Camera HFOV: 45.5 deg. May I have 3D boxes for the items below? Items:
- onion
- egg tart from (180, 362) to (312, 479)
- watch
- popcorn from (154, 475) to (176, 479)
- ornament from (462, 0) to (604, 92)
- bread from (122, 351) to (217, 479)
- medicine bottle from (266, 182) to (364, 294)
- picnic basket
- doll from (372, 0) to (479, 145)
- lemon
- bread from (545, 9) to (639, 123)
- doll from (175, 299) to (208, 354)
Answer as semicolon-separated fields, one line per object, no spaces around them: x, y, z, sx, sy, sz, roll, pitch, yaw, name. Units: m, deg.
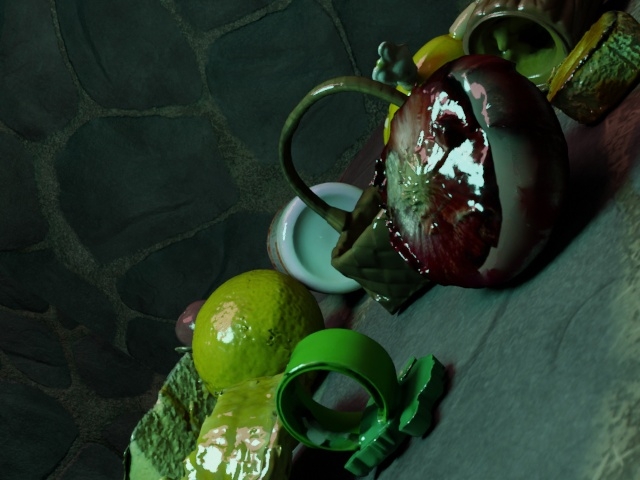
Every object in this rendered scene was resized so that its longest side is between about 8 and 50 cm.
0.193;-0.080;0.883;0.272;0.195;0.272;16;109;58;onion
-0.112;0.303;1.002;0.345;0.132;0.345;-157;90;-90;egg tart
0.039;0.163;0.863;0.165;0.152;0.131;-52;4;32;watch
-0.240;0.474;1.131;0.217;0.181;0.235;-59;3;-22;popcorn
0.330;-0.363;1.171;0.235;0.221;0.217;-21;37;55;ornament
-0.344;0.505;1.570;0.405;0.242;0.346;-49;5;14;bread
0.000;0.000;1.609;0.219;0.219;0.388;-55;7;-6;medicine bottle
0.086;-0.108;1.160;0.293;0.337;0.337;-48;10;45;picnic basket
0.242;-0.312;1.404;0.423;0.161;0.348;-44;-37;-12;doll
-0.108;0.181;1.379;0.267;0.267;0.267;-54;7;10;lemon
0.342;-0.215;0.943;0.140;0.069;0.128;-55;5;31;bread
-0.217;0.237;1.801;0.152;0.256;0.196;-58;5;21;doll
